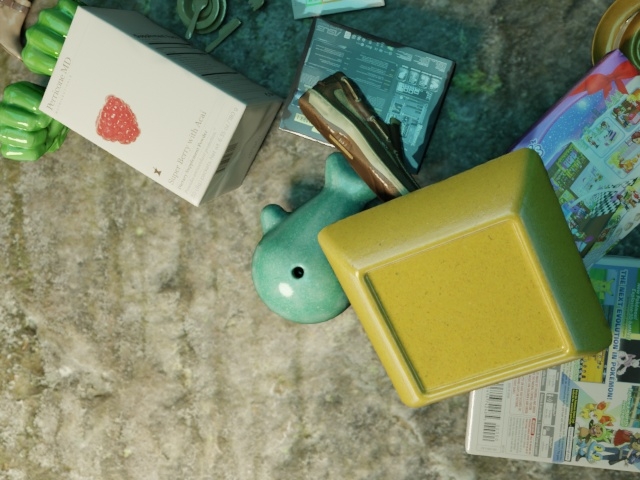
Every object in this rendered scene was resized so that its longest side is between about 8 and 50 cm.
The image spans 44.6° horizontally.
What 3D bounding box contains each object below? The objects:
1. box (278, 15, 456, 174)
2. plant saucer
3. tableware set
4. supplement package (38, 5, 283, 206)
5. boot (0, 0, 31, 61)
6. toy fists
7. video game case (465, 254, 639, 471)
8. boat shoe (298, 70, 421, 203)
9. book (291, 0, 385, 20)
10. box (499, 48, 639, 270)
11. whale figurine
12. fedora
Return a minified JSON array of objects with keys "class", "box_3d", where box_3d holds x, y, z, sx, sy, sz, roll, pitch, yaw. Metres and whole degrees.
[{"class":"box","box_3d":[0.072,-0.223,1.212,0.233,0.059,0.183,19,98,8]},{"class":"plant saucer","box_3d":[0.202,0.083,1.093,0.333,0.081,0.332,-21,109,19]},{"class":"tableware set","box_3d":[-0.156,-0.406,1.231,0.194,0.039,0.128,-36,88,22]},{"class":"supplement package","box_3d":[-0.242,-0.211,1.202,0.293,0.175,0.177,31,109,7]},{"class":"boot","box_3d":[-0.518,-0.372,1.318,0.118,0.042,0.087,43,99,4]},{"class":"toy fists","box_3d":[-0.437,-0.254,1.262,0.096,0.142,0.279,30,100,7]},{"class":"video game case","box_3d":[0.386,0.181,1.190,0.300,0.036,0.328,5,97,6]},{"class":"boat shoe","box_3d":[0.086,-0.143,1.145,0.095,0.095,0.257,-43,93,-7]},{"class":"book","box_3d":[0.024,-0.404,1.222,0.144,0.035,0.096,-7,98,10]},{"class":"box","box_3d":[0.376,-0.096,1.111,0.293,0.057,0.201,-44,91,10]},{"class":"whale figurine","box_3d":[0.000,0.000,1.204,0.216,0.141,0.272,29,97,7]},{"class":"fedora","box_3d":[0.491,-0.285,1.119,0.194,0.079,0.194,1,95,10]}]
